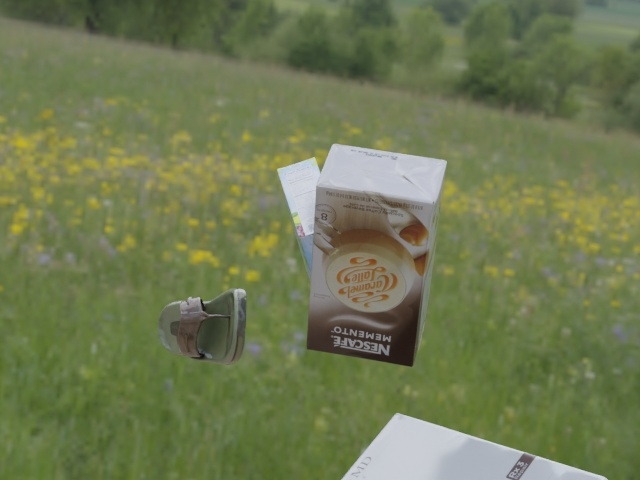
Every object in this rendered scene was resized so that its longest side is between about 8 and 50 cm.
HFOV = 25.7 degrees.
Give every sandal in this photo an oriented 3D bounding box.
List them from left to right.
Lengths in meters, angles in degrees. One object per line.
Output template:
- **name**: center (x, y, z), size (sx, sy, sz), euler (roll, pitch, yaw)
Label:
- **sandal**: center (-0.204, 0.144, 2.287), size (0.086, 0.120, 0.302), euler (7, -12, -33)

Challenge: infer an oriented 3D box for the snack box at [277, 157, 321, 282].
- **snack box**: center (0.000, 0.000, 2.142), size (0.070, 0.175, 0.207), euler (-18, 35, -2)

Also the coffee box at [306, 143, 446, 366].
- **coffee box**: center (0.065, 0.020, 1.681), size (0.141, 0.247, 0.098), euler (9, 37, 8)

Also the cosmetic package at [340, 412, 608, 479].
- **cosmetic package**: center (0.177, 0.358, 1.641), size (0.385, 0.217, 0.156), euler (8, -39, 53)
